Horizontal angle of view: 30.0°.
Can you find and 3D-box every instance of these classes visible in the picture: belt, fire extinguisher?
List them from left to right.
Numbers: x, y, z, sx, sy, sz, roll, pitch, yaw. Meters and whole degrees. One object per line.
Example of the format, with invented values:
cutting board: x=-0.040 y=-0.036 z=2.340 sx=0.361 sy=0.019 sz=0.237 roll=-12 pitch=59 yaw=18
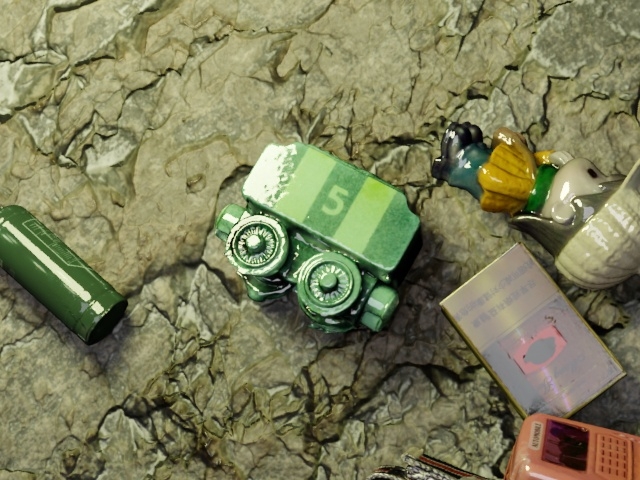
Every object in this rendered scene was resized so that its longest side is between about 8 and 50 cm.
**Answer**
fire extinguisher: x=-0.441 y=0.035 z=1.861 sx=0.311 sy=0.114 sz=0.095 roll=41 pitch=54 yaw=12
belt: x=0.243 y=0.363 z=1.675 sx=0.359 sy=0.094 sz=0.126 roll=1 pitch=89 yaw=14

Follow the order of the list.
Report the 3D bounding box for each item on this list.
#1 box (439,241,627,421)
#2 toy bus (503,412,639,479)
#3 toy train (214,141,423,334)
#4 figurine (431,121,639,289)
box: x=0.300 y=0.141 z=1.701 sx=0.159 sy=0.071 sz=0.240 roll=-37 pitch=77 yaw=4
toy bus: x=0.300 y=0.453 z=1.533 sx=0.233 sy=0.203 sz=0.427 roll=17 pitch=109 yaw=10
toy train: x=0.000 y=0.000 z=1.742 sx=0.299 sy=0.167 sz=0.238 roll=29 pitch=80 yaw=12
figurine: x=0.320 y=-0.047 z=1.671 sx=0.332 sy=0.185 sz=0.205 roll=11 pitch=102 yaw=21
